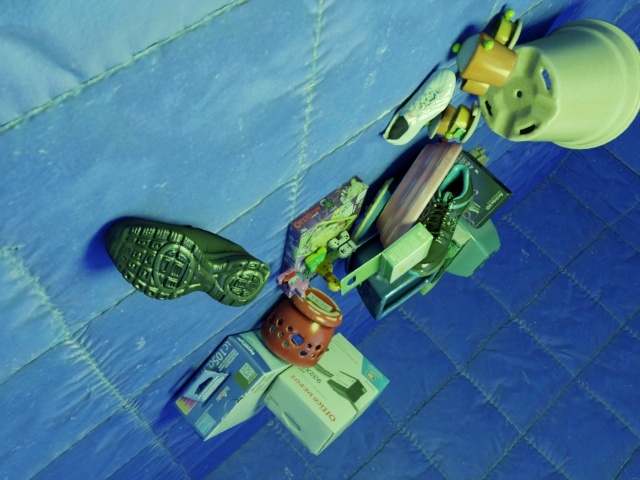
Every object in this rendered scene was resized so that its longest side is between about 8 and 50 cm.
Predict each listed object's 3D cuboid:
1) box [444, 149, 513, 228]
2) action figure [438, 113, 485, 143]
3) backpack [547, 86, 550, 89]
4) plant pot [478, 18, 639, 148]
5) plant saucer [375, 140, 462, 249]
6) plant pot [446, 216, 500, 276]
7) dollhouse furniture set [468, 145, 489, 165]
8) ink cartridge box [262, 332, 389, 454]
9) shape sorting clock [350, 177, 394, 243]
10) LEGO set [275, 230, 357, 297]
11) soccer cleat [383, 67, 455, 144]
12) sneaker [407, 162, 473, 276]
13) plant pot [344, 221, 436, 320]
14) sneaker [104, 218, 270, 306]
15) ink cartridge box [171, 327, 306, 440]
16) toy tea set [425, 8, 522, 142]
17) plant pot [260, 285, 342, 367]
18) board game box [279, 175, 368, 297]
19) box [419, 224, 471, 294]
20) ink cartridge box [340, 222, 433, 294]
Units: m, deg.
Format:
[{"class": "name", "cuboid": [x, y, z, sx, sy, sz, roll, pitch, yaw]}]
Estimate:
[{"class": "box", "cuboid": [0.477, -0.161, 2.011, 0.153, 0.207, 0.108, -50, 163, 20]}, {"class": "action figure", "cuboid": [0.465, -0.313, 1.743, 0.280, 0.139, 0.091, -38, 165, -29]}, {"class": "backpack", "cuboid": [0.656, -0.413, 1.975, 0.158, 0.117, 0.173, -42, 165, -6]}, {"class": "plant pot", "cuboid": [0.568, -0.375, 1.580, 0.306, 0.333, 0.333, -16, 150, -37]}, {"class": "plant saucer", "cuboid": [0.242, -0.123, 1.644, 0.332, 0.084, 0.332, -56, 175, -7]}, {"class": "plant pot", "cuboid": [0.583, 0.002, 2.611, 0.247, 0.252, 0.247, -26, 156, -50]}, {"class": "dollhouse furniture set", "cuboid": [0.561, -0.255, 2.174, 0.182, 0.101, 0.161, -34, 161, -33]}, {"class": "ink cartridge box", "cuboid": [0.021, 0.438, 1.859, 0.307, 0.223, 0.129, -27, 154, -50]}, {"class": "shape sorting clock", "cuboid": [0.131, -0.074, 1.634, 0.206, 0.040, 0.206, -53, 175, -7]}, {"class": "LEGO set", "cuboid": [0.003, 0.083, 1.514, 0.227, 0.093, 0.087, -34, 161, -30]}, {"class": "soccer cleat", "cuboid": [0.206, -0.273, 1.326, 0.076, 0.068, 0.196, -16, 151, -53]}, {"class": "sneaker", "cuboid": [0.309, -0.060, 1.705, 0.340, 0.125, 0.139, -60, 159, -25]}, {"class": "plant pot", "cuboid": [0.201, 0.066, 1.880, 0.236, 0.212, 0.236, -33, 162, -14]}, {"class": "sneaker", "cuboid": [-0.212, 0.025, 0.979, 0.286, 0.130, 0.109, 25, 102, -49]}, {"class": "ink cartridge box", "cuboid": [-0.228, 0.392, 1.788, 0.270, 0.151, 0.395, -49, 166, 12]}, {"class": "toy tea set", "cuboid": [0.306, -0.340, 1.385, 0.200, 0.124, 0.336, -70, -176, -46]}, {"class": "plant pot", "cuboid": [-0.045, 0.229, 1.772, 0.174, 0.191, 0.191, -56, 162, 16]}, {"class": "board game box", "cuboid": [0.000, 0.000, 1.550, 0.208, 0.056, 0.346, -41, 164, -25]}, {"class": "box", "cuboid": [0.310, 0.005, 1.981, 0.058, 0.232, 0.322, -34, 161, -28]}, {"class": "ink cartridge box", "cuboid": [0.159, 0.066, 1.542, 0.235, 0.056, 0.171, -37, 165, -8]}]
